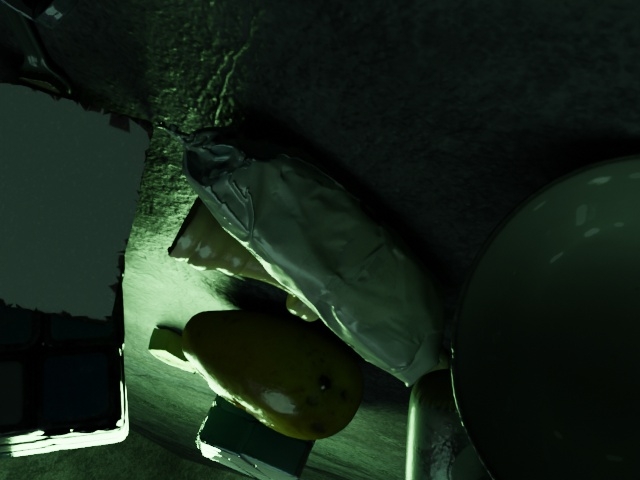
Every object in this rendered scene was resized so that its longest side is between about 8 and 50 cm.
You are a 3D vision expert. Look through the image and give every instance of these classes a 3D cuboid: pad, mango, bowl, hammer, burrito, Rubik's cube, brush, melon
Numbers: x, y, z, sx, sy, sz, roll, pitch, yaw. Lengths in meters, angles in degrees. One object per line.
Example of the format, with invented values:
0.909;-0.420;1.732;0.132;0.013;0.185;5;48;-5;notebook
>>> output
-0.353;-0.035;0.863;0.220;0.004;0.330;15;120;-13;pad
-0.095;0.224;1.214;0.365;0.182;0.253;22;158;27;mango
0.283;0.098;0.608;0.337;0.337;0.157;19;180;8;bowl
0.220;0.250;0.924;0.113;0.202;0.305;12;-164;34;hammer
0.000;0.000;0.773;0.445;0.139;0.101;43;177;-23;burrito
-0.112;0.385;1.441;0.231;0.224;0.221;21;153;4;Rubik's cube
-0.495;0.160;1.088;0.362;0.359;0.363;-5;163;-17;Rubik's cube
-0.325;-0.235;0.705;0.062;0.027;0.266;11;151;4;brush
-0.288;0.262;1.537;0.209;0.064;0.118;4;142;28;melon

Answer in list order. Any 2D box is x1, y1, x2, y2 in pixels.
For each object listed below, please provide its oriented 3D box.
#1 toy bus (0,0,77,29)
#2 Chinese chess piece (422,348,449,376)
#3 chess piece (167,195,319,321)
-0.152;-0.255;0.426;0.292;0.133;0.125;-11;143;44;toy bus
0.167;0.191;1.089;0.084;0.034;0.084;17;150;10;Chinese chess piece
-0.002;0.059;0.906;0.397;0.117;0.117;28;152;-14;chess piece
